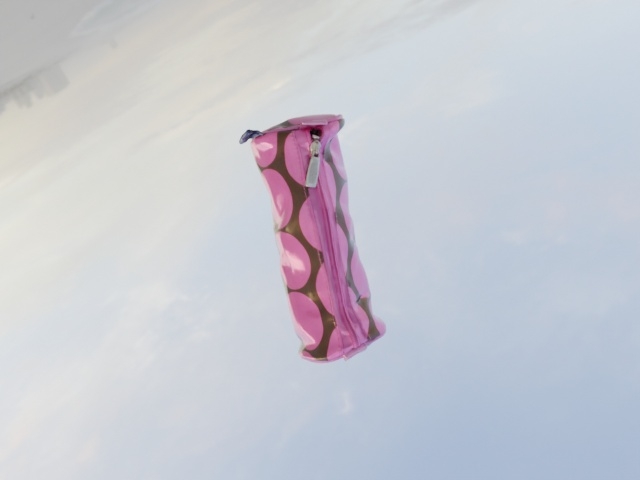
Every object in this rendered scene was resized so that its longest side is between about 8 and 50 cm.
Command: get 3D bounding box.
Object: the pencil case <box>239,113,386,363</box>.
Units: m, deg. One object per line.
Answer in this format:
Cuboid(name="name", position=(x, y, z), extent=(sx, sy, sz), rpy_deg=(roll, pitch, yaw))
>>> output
Cuboid(name="pencil case", position=(0.000, 0.000, 0.532), extent=(0.095, 0.209, 0.098), rpy_deg=(-18, -170, -24))
